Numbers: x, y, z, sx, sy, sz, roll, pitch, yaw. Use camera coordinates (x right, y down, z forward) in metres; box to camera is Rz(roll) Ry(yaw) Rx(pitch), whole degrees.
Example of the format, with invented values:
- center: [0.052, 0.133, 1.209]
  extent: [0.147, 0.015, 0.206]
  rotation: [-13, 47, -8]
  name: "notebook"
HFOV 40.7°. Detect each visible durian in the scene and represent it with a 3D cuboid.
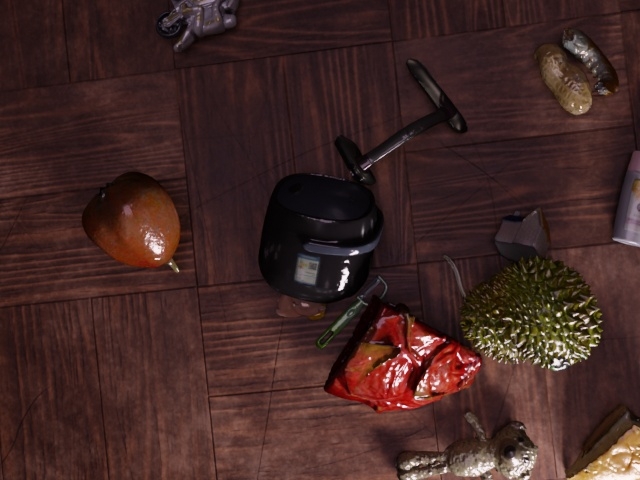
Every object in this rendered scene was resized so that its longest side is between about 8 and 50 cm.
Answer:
- center: [0.435, 0.145, 1.766]
  extent: [0.291, 0.291, 0.225]
  rotation: [11, 80, 5]
  name: "durian"

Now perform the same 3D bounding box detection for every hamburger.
- center: [0.624, 0.466, 1.807]
  extent: [0.207, 0.135, 0.155]
  rotation: [-44, 84, 5]
  name: "hamburger"

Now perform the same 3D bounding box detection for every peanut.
- center: [0.527, -0.352, 1.861]
  extent: [0.080, 0.080, 0.174]
  rotation: [-35, 87, 4]
  name: "peanut"

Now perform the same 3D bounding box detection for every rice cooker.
- center: [0.000, 0.000, 1.805]
  extent: [0.267, 0.267, 0.224]
  rotation: [10, 118, 5]
  name: "rice cooker"

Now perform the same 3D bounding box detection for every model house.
- center: [0.443, -0.013, 1.866]
  extent: [0.100, 0.088, 0.100]
  rotation: [9, 63, 36]
  name: "model house"

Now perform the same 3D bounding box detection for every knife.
- center: [0.073, 0.168, 1.923]
  extent: [0.212, 0.015, 0.054]
  rotation: [-45, 93, 2]
  name: "knife"

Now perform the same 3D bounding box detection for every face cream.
- center: [0.685, -0.089, 1.851]
  extent: [0.084, 0.057, 0.198]
  rotation: [15, 91, 5]
  name: "face cream"

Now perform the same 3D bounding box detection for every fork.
- center: [0.317, 0.132, 1.892]
  extent: [0.028, 0.034, 0.219]
  rotation: [-25, 87, -4]
  name: "fork"

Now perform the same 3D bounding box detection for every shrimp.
- center: [0.566, -0.370, 1.822]
  extent: [0.161, 0.166, 0.049]
  rotation: [38, 128, -13]
  name: "shrimp"

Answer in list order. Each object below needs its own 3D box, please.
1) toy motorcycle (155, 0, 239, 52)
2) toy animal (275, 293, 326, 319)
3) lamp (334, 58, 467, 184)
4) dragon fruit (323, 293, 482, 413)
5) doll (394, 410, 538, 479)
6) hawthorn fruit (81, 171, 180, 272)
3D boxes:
- center: [-0.258, -0.516, 1.939]
  extent: [0.151, 0.074, 0.229]
  rotation: [44, 83, 10]
  name: "toy motorcycle"
- center: [-0.042, 0.128, 1.899]
  extent: [0.114, 0.082, 0.091]
  rotation: [5, 88, 6]
  name: "toy animal"
- center: [0.155, -0.266, 1.875]
  extent: [0.283, 0.124, 0.203]
  rotation: [-31, 76, 1]
  name: "lamp"
- center: [0.201, 0.224, 1.840]
  extent: [0.330, 0.302, 0.240]
  rotation: [10, 60, -12]
  name: "dragon fruit"
- center: [0.316, 0.462, 1.866]
  extent: [0.286, 0.091, 0.203]
  rotation: [15, 78, 16]
  name: "doll"
- center: [-0.396, -0.022, 1.895]
  extent: [0.199, 0.199, 0.251]
  rotation: [-36, 102, 3]
  name: "hawthorn fruit"
